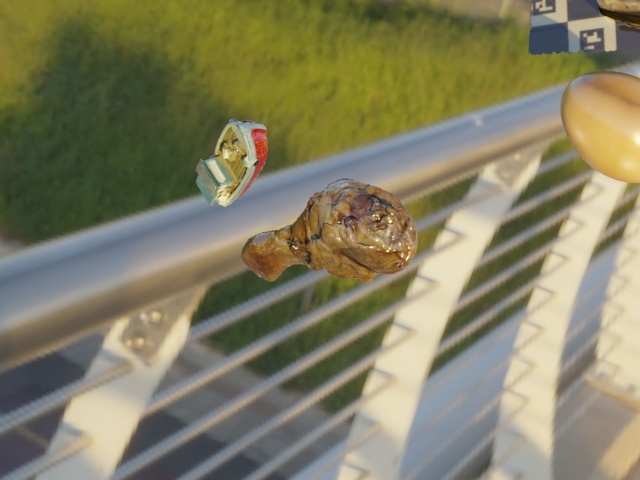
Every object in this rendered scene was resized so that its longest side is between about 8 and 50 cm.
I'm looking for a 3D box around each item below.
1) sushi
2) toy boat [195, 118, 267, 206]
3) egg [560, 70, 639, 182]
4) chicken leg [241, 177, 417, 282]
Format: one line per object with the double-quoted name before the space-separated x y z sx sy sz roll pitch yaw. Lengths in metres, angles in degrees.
"sushi" 0.275 -0.277 1.175 0.192 0.215 0.050 1 -9 25
"toy boat" -0.114 -0.101 1.699 0.059 0.173 0.069 -22 72 -32
"egg" 0.232 -0.092 1.040 0.096 0.080 0.080 34 23 0
"chicken leg" 0.001 -0.003 1.139 0.085 0.198 0.069 46 54 -26
